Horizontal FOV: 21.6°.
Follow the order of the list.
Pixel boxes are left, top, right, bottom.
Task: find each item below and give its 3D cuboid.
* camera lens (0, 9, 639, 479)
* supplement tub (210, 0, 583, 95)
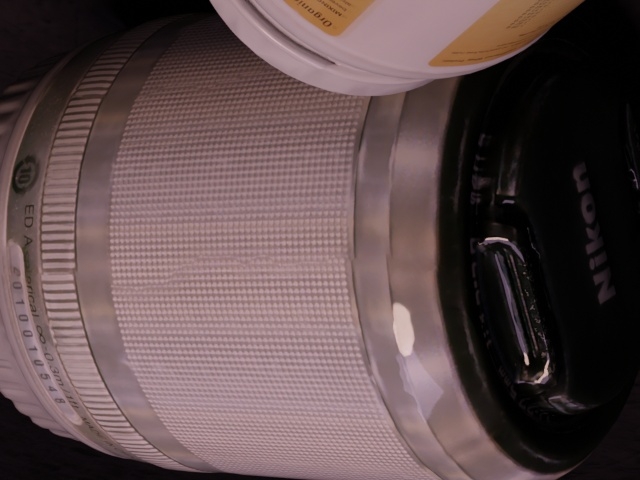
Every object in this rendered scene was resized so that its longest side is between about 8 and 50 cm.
[{"bbox_3d":[0.000,0.000,0.767,0.274,0.219,0.219,-1,152,34],"label":"camera lens"},{"bbox_3d":[0.045,-0.136,0.519,0.144,0.144,0.200,22,156,-16],"label":"supplement tub"}]
